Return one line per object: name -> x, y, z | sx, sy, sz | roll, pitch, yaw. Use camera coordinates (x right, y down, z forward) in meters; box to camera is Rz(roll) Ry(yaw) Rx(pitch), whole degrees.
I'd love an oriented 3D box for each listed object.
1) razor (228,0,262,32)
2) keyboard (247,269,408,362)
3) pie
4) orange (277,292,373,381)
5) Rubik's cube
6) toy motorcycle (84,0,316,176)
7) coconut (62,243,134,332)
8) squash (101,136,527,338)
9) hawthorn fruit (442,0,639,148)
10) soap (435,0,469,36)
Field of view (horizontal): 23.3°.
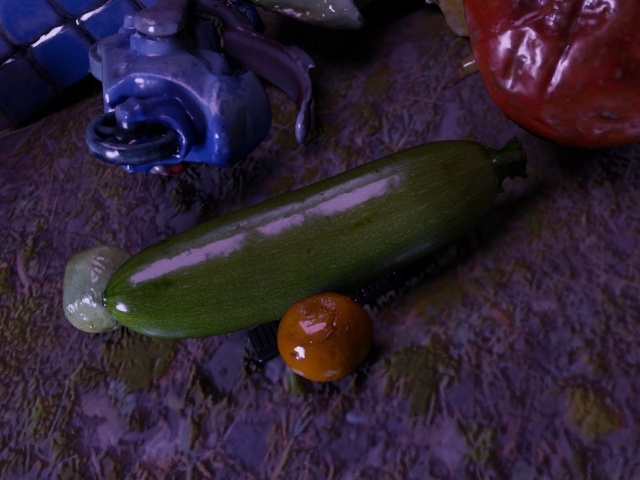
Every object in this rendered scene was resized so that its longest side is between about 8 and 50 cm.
razor -> -0.115, -0.347, 2.021 | 0.093, 0.056, 0.324 | -23, 33, 8
keyboard -> 0.006, 0.060, 1.402 | 0.155, 0.010, 0.053 | -30, 33, 0
pie -> 0.017, -0.316, 1.802 | 0.302, 0.067, 0.302 | -6, 26, 3
orange -> 0.004, 0.083, 1.316 | 0.083, 0.070, 0.083 | -8, 35, 5
Rubik's cube -> -0.358, -0.424, 2.011 | 0.337, 0.344, 0.344 | -28, 32, 20
toy motorcycle -> -0.135, -0.178, 1.681 | 0.241, 0.182, 0.319 | -26, 31, 7
coconut -> -0.213, 0.044, 1.533 | 0.087, 0.088, 0.096 | -13, 41, 26
squash -> 0.000, 0.000, 1.369 | 0.395, 0.107, 0.107 | -22, 32, -5
hawthorn fruit -> 0.252, -0.201, 1.358 | 0.261, 0.258, 0.258 | 1, 35, -3
soap -> 0.212, -0.390, 1.551 | 0.304, 0.339, 0.169 | -9, 39, 32
